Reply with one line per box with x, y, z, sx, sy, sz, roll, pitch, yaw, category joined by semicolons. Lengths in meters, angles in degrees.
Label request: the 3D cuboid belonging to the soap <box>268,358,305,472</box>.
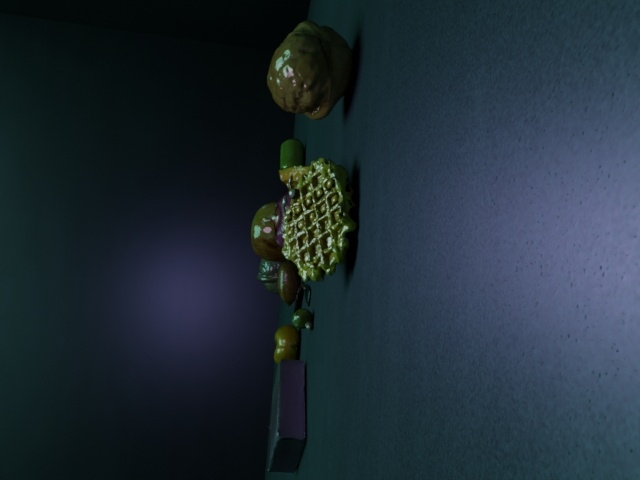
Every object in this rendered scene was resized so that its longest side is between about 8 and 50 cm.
-0.118;0.610;1.746;0.285;0.107;0.296;102;169;-46;soap

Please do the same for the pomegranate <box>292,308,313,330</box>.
-0.053;0.267;1.687;0.073;0.084;0.073;-58;-14;-23;pomegranate

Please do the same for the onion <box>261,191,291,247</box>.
-0.076;-0.056;1.701;0.207;0.200;0.200;-48;20;16;onion

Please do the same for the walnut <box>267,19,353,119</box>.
-0.030;-0.450;1.352;0.257;0.224;0.257;46;147;42;walnut

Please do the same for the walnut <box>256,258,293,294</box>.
-0.211;0.159;2.457;0.224;0.224;0.224;-175;90;-83;walnut

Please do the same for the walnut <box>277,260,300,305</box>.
-0.142;0.194;2.272;0.116;0.115;0.207;147;121;-81;walnut

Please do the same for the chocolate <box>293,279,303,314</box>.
-0.092;0.253;2.122;0.086;0.028;0.182;-83;3;-63;chocolate

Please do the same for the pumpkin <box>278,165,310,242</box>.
0.007;-0.099;1.317;0.169;0.148;0.312;-40;53;33;pumpkin

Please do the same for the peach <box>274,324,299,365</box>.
-0.139;0.435;2.060;0.179;0.103;0.179;-177;90;-87;peach

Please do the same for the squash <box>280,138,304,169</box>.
-0.149;-0.416;2.663;0.132;0.132;0.247;104;168;-50;squash

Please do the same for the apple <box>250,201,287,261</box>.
-0.161;-0.035;2.117;0.264;0.264;0.264;-175;90;-83;apple

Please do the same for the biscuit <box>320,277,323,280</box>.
0.000;0.000;1.538;0.187;0.036;0.274;-124;40;-79;biscuit

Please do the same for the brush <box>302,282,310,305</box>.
-0.055;0.194;1.905;0.193;0.016;0.063;-124;41;-78;brush

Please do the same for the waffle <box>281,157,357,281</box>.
-0.005;-0.047;1.161;0.262;0.060;0.280;33;106;47;waffle
